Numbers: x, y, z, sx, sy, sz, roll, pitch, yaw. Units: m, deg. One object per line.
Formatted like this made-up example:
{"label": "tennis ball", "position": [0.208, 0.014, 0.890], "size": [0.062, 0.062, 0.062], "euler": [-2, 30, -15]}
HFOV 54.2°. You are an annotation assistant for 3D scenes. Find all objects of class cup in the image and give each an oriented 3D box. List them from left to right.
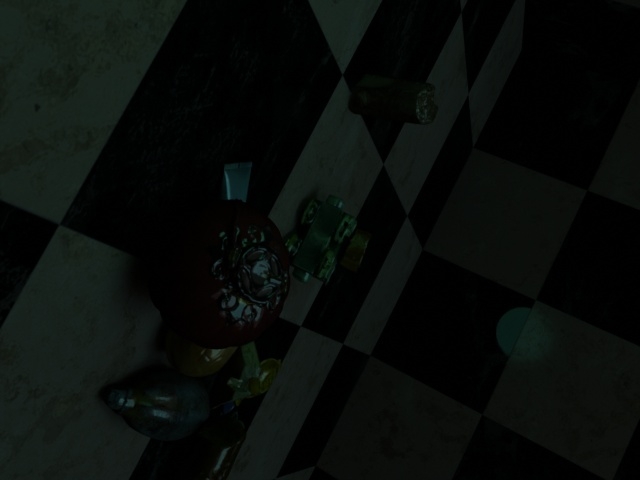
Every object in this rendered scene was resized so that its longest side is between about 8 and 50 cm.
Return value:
{"label": "cup", "position": [-0.274, 0.582, 1.979], "size": [0.075, 0.054, 0.083], "euler": [-59, 157, -12]}

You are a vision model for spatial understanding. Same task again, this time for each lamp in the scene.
{"label": "lamp", "position": [-0.197, 0.066, 1.263], "size": [0.303, 0.256, 0.304], "euler": [2, 87, -42]}

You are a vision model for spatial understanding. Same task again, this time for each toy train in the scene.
{"label": "toy train", "position": [0.000, 0.000, 1.854], "size": [0.272, 0.159, 0.188], "euler": [-64, 169, -4]}

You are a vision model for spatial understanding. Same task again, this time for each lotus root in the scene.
{"label": "lotus root", "position": [-0.357, 0.373, 1.415], "size": [0.158, 0.139, 0.322], "euler": [-63, 157, -5]}

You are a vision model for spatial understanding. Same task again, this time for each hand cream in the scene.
{"label": "hand cream", "position": [-0.217, -0.029, 1.432], "size": [0.111, 0.070, 0.313], "euler": [-16, 120, -62]}

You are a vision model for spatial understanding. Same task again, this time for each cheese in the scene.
{"label": "cheese", "position": [-0.215, 0.451, 1.963], "size": [0.250, 0.064, 0.157], "euler": [-32, 142, -40]}

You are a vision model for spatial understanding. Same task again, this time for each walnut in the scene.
{"label": "walnut", "position": [-0.262, 0.218, 1.437], "size": [0.207, 0.159, 0.159], "euler": [-53, 157, -32]}

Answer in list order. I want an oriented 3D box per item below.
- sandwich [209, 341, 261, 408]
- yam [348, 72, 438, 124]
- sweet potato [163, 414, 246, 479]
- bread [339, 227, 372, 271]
{"label": "sandwich", "position": [-0.240, 0.391, 1.794], "size": [0.245, 0.088, 0.090], "euler": [-65, 156, 2]}
{"label": "yam", "position": [0.211, -0.404, 1.795], "size": [0.128, 0.238, 0.130], "euler": [17, 91, -63]}
{"label": "sweet potato", "position": [-0.350, 0.665, 1.763], "size": [0.370, 0.157, 0.158], "euler": [-57, 159, -14]}
{"label": "bread", "position": [0.105, 0.029, 1.855], "size": [0.187, 0.065, 0.103], "euler": [116, 0, -77]}
